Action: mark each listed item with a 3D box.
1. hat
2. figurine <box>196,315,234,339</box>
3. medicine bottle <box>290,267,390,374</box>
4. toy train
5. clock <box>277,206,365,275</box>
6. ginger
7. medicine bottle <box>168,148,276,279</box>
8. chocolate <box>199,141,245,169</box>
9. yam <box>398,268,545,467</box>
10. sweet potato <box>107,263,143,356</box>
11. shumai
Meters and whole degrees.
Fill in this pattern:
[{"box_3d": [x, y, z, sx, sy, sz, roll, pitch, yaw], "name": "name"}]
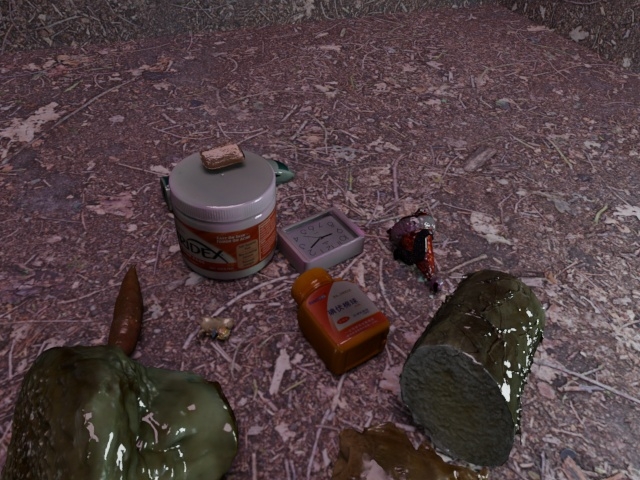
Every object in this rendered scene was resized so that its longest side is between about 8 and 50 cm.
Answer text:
[{"box_3d": [0.256, 0.036, 1.289, 0.140, 0.129, 0.227, -29, 58, 24], "name": "hat"}, {"box_3d": [-0.234, 0.199, 1.104, 0.083, 0.047, 0.050, 2, 57, -12], "name": "figurine"}, {"box_3d": [0.032, 0.167, 1.103, 0.149, 0.112, 0.222, -22, 49, -26], "name": "medicine bottle"}, {"box_3d": [-0.266, -0.190, 1.484, 0.407, 0.088, 0.086, -17, 46, -23], "name": "toy train"}, {"box_3d": [0.000, 0.000, 1.318, 0.197, 0.063, 0.150, -23, 50, -26], "name": "clock"}, {"box_3d": [0.146, 0.413, 0.847, 0.270, 0.123, 0.218, 0, 45, -18], "name": "ginger"}, {"box_3d": [-0.236, -0.066, 1.240, 0.253, 0.240, 0.252, 2, 42, -2], "name": "medicine bottle"}, {"box_3d": [-0.234, -0.194, 1.179, 0.101, 0.031, 0.064, -24, 67, -23], "name": "chocolate"}, {"box_3d": [0.314, 0.225, 0.981, 0.241, 0.241, 0.348, 25, 41, 21], "name": "yam"}, {"box_3d": [-0.426, 0.166, 1.104, 0.072, 0.066, 0.314, 3, 40, -11], "name": "sweet potato"}, {"box_3d": [-0.307, 0.335, 0.794, 0.323, 0.397, 0.324, 10, 54, -40], "name": "shumai"}]
